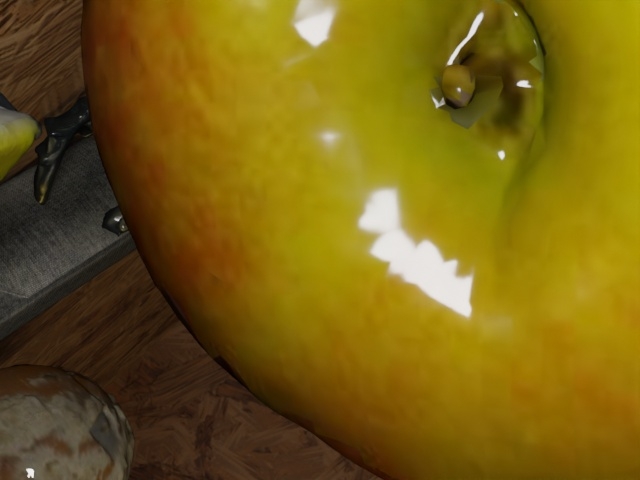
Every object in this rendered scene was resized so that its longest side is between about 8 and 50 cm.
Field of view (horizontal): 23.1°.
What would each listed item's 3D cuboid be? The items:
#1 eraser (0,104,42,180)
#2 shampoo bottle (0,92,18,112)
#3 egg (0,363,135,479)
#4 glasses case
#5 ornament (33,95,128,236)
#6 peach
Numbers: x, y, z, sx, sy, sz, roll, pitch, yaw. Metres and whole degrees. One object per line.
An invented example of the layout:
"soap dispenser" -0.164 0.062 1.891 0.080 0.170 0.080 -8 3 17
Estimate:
"eraser" -0.200 0.007 0.490 0.158 0.069 0.226 -42 177 16
"shampoo bottle" -0.223 0.043 0.691 0.309 0.071 0.098 -44 176 31
"egg" -0.267 0.203 1.341 0.233 0.195 0.195 -26 168 -36
"glasses case" -0.171 0.005 0.877 0.047 0.071 0.205 -49 173 37
"ornament" -0.054 -0.098 0.854 0.236 0.080 0.202 -42 -179 -17
"peach" 0.103 -0.080 0.543 0.370 0.370 0.370 -43 177 -2
